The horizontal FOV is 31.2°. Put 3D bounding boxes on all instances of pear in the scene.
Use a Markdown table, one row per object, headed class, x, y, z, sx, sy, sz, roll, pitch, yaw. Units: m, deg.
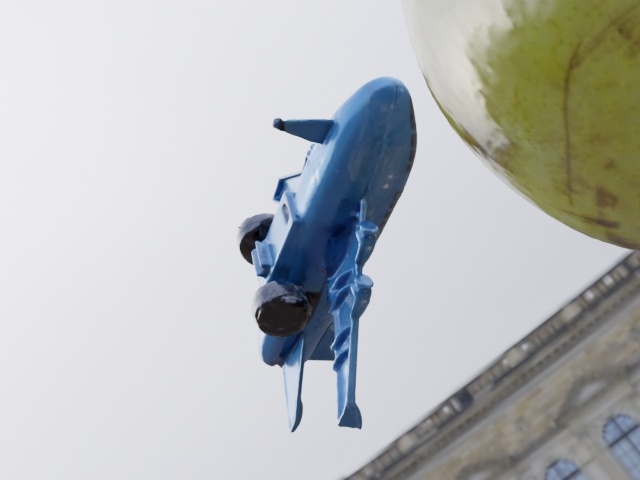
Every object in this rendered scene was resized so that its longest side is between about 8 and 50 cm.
| class | x | y | z | sx | sy | sz | roll | pitch | yaw |
| --- | --- | --- | --- | --- | --- | --- | --- | --- | --- |
| pear | 0.173 | -0.129 | 0.534 | 0.283 | 0.284 | 0.284 | -28 | -27 | -16 |

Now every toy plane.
| class | x | y | z | sx | sy | sz | roll | pitch | yaw |
| --- | --- | --- | --- | --- | --- | --- | --- | --- | --- |
| toy plane | 0.000 | 0.000 | 0.821 | 0.105 | 0.254 | 0.271 | 0 | -52 | -15 |
